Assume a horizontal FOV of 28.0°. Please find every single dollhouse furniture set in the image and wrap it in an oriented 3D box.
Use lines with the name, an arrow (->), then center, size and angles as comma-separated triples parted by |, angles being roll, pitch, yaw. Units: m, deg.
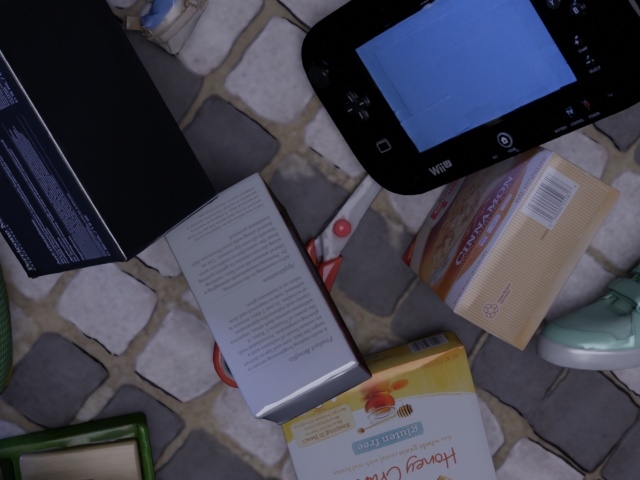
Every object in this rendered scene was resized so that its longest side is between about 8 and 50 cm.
dollhouse furniture set -> -0.222, 0.127, 1.017 | 0.151, 0.197, 0.301 | -8, 102, -5

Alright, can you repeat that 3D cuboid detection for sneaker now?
sneaker -> 0.294, 0.016, 1.116 | 0.256, 0.094, 0.151 | -17, 109, -14

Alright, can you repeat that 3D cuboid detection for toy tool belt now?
toy tool belt -> -0.120, -0.197, 1.043 | 0.051, 0.052, 0.083 | 29, 95, -20

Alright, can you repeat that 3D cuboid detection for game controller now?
game controller -> 0.112, -0.139, 0.973 | 0.067, 0.319, 0.166 | -28, 93, -38

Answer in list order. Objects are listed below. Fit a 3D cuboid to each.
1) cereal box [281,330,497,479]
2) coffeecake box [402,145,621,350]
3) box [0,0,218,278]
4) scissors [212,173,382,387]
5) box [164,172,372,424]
cereal box -> 0.069, 0.216, 1.142 | 0.173, 0.047, 0.240 | -18, 107, -4
coffeecake box -> 0.148, -0.009, 1.046 | 0.068, 0.185, 0.142 | 30, 95, -13
box -> -0.217, -0.110, 0.970 | 0.103, 0.184, 0.261 | -38, 106, -34
scissors -> 0.000, 0.000, 1.112 | 0.109, 0.021, 0.297 | 21, 98, -11
box -> -0.040, 0.051, 1.031 | 0.091, 0.130, 0.170 | -28, 78, 1
